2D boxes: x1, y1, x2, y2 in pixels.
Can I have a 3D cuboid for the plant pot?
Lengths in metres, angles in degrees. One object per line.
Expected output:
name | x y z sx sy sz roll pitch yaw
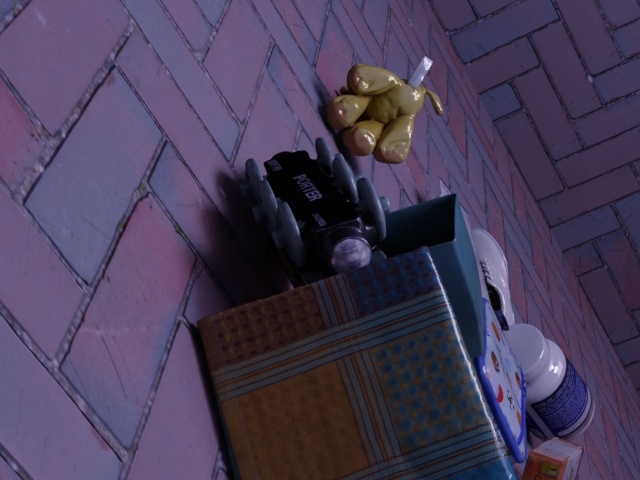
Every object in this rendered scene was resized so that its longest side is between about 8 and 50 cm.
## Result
plant pot | 0.177 0.080 1.779 0.165 0.166 0.234 -76 146 -61

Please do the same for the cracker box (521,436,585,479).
cracker box | 0.404 0.443 1.957 0.232 0.067 0.155 8 98 -68

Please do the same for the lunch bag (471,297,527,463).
lunch bag | 0.292 0.253 1.941 0.243 0.115 0.303 63 20 -16

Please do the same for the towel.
towel | 0.045 0.213 1.113 0.040 0.271 0.370 77 -4 -70

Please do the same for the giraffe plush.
giraffe plush | 0.101 -0.237 1.972 0.181 0.210 0.170 50 -11 -10

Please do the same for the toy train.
toy train | 0.000 0.000 1.343 0.334 0.142 0.190 -128 -158 -64

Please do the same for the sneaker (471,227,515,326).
sneaker | 0.353 0.084 2.320 0.091 0.094 0.258 37 35 -62

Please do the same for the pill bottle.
pill bottle | 0.443 0.289 2.229 0.264 0.153 0.153 49 25 -41

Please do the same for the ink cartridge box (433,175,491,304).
ink cartridge box | 0.273 0.047 2.203 0.165 0.065 0.332 44 30 -47
